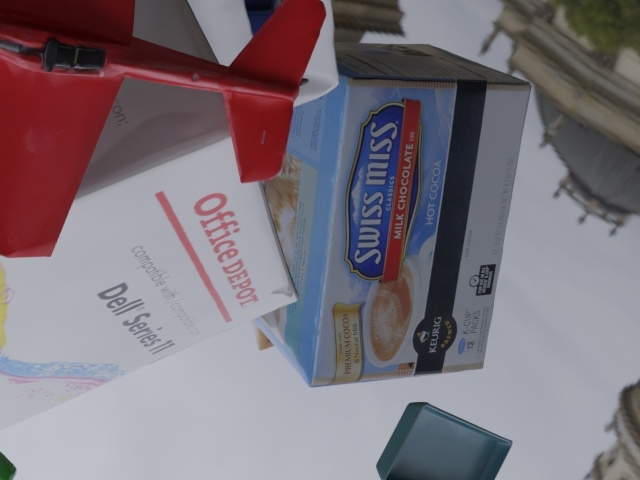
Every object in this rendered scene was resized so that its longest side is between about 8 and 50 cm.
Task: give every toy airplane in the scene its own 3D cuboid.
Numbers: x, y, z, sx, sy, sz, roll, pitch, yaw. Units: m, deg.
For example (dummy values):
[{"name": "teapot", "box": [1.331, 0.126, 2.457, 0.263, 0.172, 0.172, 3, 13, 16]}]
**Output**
[{"name": "toy airplane", "box": [-0.059, -0.055, 0.316, 0.151, 0.151, 0.028, 10, -161, -39]}]

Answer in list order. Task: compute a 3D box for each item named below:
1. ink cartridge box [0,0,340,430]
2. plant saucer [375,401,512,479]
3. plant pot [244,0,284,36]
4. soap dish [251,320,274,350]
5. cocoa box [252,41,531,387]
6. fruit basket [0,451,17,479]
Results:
[{"name": "ink cartridge box", "box": [-0.134, -0.010, 0.461, 0.207, 0.353, 0.119, 77, 168, -68]}, {"name": "plant saucer", "box": [0.102, 0.173, 0.798, 0.018, 0.067, 0.192, 26, 176, 37]}, {"name": "plant pot", "box": [-0.157, -0.330, 1.446, 0.235, 0.236, 0.212, -5, -109, -3]}, {"name": "soap dish", "box": [0.000, 0.000, 1.398, 0.228, 0.291, 0.118, -21, -134, -26]}, {"name": "cocoa box", "box": [0.060, -0.040, 1.146, 0.227, 0.347, 0.231, -2, -159, -25]}, {"name": "fruit basket", "box": [-0.613, 0.295, 1.345, 0.392, 0.392, 0.283, 57, 172, 43]}]
